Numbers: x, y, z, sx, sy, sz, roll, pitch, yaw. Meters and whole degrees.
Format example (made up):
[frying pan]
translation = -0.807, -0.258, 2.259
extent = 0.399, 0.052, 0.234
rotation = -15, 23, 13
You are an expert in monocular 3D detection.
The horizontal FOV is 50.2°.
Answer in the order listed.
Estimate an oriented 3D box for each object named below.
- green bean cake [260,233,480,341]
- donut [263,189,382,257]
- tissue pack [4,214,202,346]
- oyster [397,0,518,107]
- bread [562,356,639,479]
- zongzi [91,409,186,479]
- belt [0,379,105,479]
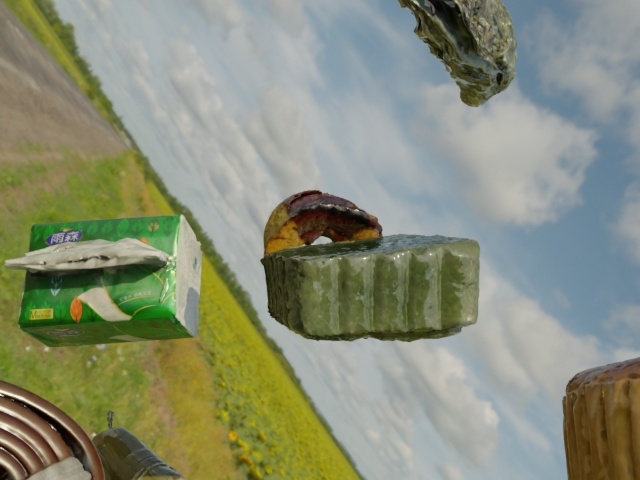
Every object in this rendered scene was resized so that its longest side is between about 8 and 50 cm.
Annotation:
[green bean cake]
translation = 0.042, 0.043, 0.672
extent = 0.183, 0.185, 0.094
rotation = -167, -104, -76
[donut]
translation = 0.000, 0.000, 0.791
extent = 0.140, 0.140, 0.059
rotation = 63, 2, -39
[tissue pack]
translation = -0.277, 0.044, 0.887
extent = 0.156, 0.209, 0.148
rotation = 76, 11, -62
[oyster]
translation = 0.207, -0.311, 1.002
extent = 0.158, 0.162, 0.351
rotation = 18, -18, 34
[bread]
translation = 0.216, 0.099, 0.317
extent = 0.199, 0.199, 0.104
rotation = 85, 6, -73
[zongzi]
translation = -0.258, 0.352, 0.935
extent = 0.189, 0.081, 0.178
rotation = 26, -55, 37
[belt]
translation = -0.335, 0.206, 0.491
extent = 0.122, 0.339, 0.217
rotation = -47, -129, 40
